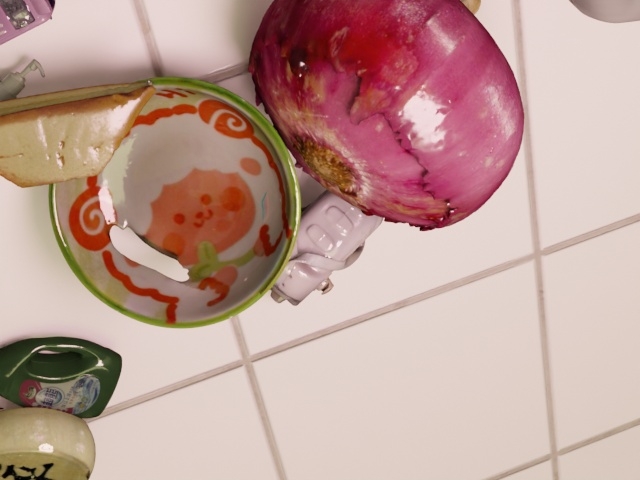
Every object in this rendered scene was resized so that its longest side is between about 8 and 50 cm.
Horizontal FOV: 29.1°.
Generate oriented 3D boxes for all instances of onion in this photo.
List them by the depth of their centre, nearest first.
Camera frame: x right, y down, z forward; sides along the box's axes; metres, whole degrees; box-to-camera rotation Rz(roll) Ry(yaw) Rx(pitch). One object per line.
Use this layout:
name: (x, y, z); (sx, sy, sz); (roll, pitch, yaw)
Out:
onion: (0.097, -0.192, 1.503); (0.345, 0.358, 0.358); (-43, 129, 7)

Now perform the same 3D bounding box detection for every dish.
dish: (-0.178, -0.057, 1.602); (0.324, 0.124, 0.324); (2, 103, 7)

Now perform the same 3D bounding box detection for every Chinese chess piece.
Chinese chess piece: (-0.423, 0.314, 1.799); (0.188, 0.083, 0.188); (-3, 146, -2)

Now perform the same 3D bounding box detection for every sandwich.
sandwich: (-0.317, -0.128, 1.462); (0.258, 0.094, 0.096); (-10, 117, -11)

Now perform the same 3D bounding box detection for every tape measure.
tape measure: (0.000, 0.000, 1.705); (0.197, 0.236, 0.120); (-44, 89, -6)

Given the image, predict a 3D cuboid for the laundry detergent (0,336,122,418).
laundry detergent: (-0.398, 0.188, 1.763); (0.211, 0.063, 0.137); (16, 124, -29)

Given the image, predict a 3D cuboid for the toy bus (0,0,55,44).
toy bus: (-0.401, -0.263, 1.398); (0.199, 0.108, 0.096); (-27, 130, -2)

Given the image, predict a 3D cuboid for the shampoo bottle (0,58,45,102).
shampoo bottle: (-0.413, -0.154, 1.510); (0.195, 0.056, 0.056); (-43, 129, 10)

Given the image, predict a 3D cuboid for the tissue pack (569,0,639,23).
tissue pack: (0.400, -0.436, 1.518); (0.229, 0.236, 0.333); (-17, 129, -9)
